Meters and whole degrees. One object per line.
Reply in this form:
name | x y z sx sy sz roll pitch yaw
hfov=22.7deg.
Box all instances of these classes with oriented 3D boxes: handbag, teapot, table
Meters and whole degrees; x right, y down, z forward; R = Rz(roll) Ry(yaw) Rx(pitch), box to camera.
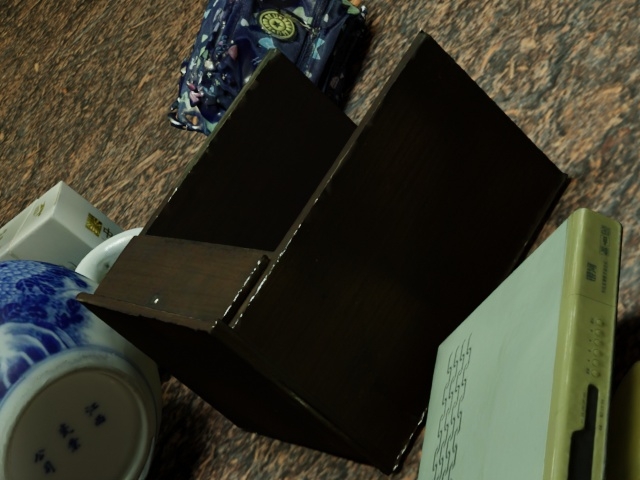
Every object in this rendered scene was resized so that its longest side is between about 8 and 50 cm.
handbag | -0.048 -0.190 1.646 0.113 0.162 0.260 -39 24 50
teapot | -0.279 0.134 1.402 0.424 0.252 0.280 -44 37 -20
table | 0.000 0.000 1.268 0.282 0.196 0.250 -56 26 -15

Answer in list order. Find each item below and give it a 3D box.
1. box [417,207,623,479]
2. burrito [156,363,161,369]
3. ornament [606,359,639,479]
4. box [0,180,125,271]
box | 0.121 0.132 1.021 0.211 0.045 0.270 -52 18 43
burrito | -0.131 0.048 1.528 0.288 0.054 0.104 -46 22 31
ornament | 0.257 0.084 0.918 0.201 0.059 0.180 -2 52 58
box | -0.304 0.059 1.703 0.243 0.155 0.067 -36 30 28
